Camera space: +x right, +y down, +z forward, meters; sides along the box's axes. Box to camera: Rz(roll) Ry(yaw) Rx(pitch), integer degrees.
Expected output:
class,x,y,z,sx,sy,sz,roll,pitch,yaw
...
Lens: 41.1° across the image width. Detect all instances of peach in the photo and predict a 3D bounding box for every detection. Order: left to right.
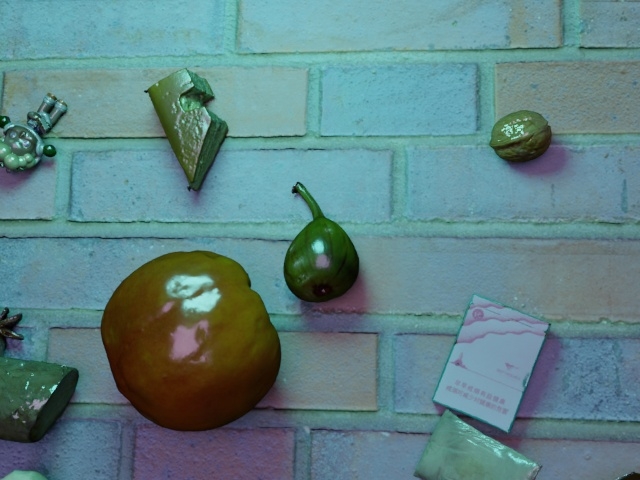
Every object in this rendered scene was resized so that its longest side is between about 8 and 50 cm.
class,x,y,z,sx,sy,sz,roll,pitch,yaw
peach,-0.248,0.194,1.605,0.301,0.343,0.343,-25,77,-16

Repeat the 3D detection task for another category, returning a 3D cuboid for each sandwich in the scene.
class,x,y,z,sx,sy,sz,roll,pitch,yaw
sandwich,-0.268,-0.233,1.788,0.128,0.122,0.236,-26,80,6

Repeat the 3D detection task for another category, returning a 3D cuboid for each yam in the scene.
class,x,y,z,sx,sy,sz,roll,pitch,yaw
yam,-0.649,0.313,1.715,0.304,0.168,0.168,7,81,8

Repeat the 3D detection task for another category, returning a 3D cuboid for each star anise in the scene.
class,x,y,z,sx,sy,sz,roll,pitch,yaw
star anise,-0.688,0.190,1.804,0.141,0.042,0.141,-1,80,4

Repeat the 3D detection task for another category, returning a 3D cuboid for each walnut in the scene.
class,x,y,z,sx,sy,sz,roll,pitch,yaw
walnut,0.397,-0.206,1.704,0.124,0.105,0.105,-18,78,13

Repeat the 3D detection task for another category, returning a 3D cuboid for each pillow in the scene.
class,x,y,z,sx,sy,sz,roll,pitch,yaw
pillow,0.287,0.424,1.572,0.229,0.050,0.148,25,100,42

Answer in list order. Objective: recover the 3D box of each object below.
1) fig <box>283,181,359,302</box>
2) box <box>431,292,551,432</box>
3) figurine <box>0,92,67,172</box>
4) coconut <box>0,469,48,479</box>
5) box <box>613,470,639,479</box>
class,x,y,z,sx,sy,sz,roll,pitch,yaw
fig,0.000,0.000,1.727,0.151,0.151,0.259,-8,52,6
box,0.331,0.236,1.655,0.161,0.042,0.226,21,87,10
figurine,-0.628,-0.232,1.847,0.147,0.093,0.197,32,84,0
coconut,-0.599,0.546,1.663,0.183,0.171,0.171,-40,77,-6
box,0.509,0.664,1.517,0.344,0.122,0.385,-25,77,3
